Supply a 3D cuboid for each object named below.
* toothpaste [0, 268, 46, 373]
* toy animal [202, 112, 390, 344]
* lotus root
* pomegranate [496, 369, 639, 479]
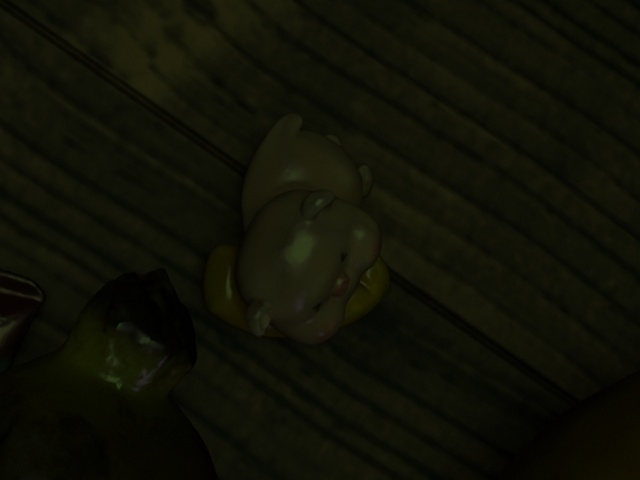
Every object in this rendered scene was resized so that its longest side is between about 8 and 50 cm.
[{"bbox_3d":[-0.196,0.124,0.727,0.062,0.039,0.239,18,79,-2],"label":"toothpaste"},{"bbox_3d":[0.000,0.000,0.754,0.091,0.082,0.114,23,80,-10],"label":"toy animal"},{"bbox_3d":[-0.124,0.161,0.674,0.141,0.169,0.314,13,81,27],"label":"lotus root"},{"bbox_3d":[0.177,0.166,0.707,0.233,0.233,0.233,1,85,-11],"label":"pomegranate"}]
